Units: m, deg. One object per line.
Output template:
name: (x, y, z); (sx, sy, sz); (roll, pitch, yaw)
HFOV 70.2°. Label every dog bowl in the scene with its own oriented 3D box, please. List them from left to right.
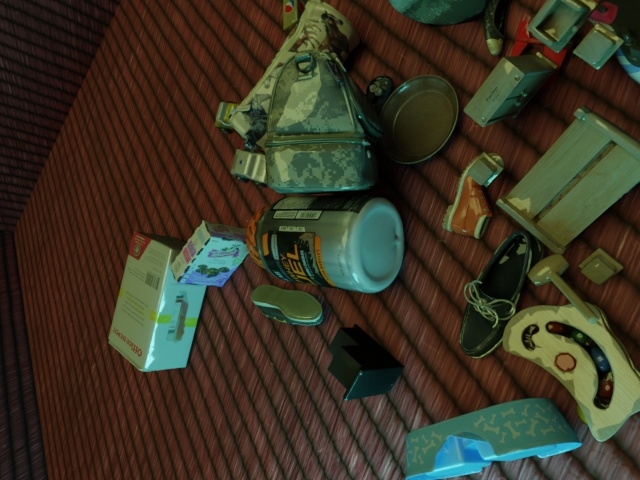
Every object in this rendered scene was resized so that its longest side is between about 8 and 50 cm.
dog bowl: (0.271, 0.338, 0.765); (0.297, 0.166, 0.074); (-33, 49, 33)

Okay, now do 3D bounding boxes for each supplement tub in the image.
supplement tub: (0.000, 0.000, 1.032); (0.338, 0.207, 0.207); (3, 84, 43)

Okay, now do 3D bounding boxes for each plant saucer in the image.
plant saucer: (0.217, -0.262, 1.005); (0.198, 0.036, 0.199); (-9, 76, 40)

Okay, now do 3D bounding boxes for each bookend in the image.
bookend: (0.065, 0.249, 0.959); (0.156, 0.157, 0.072); (37, 106, 39)

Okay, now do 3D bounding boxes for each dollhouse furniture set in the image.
dollhouse furniture set: (0.439, -0.166, 0.738); (0.355, 0.173, 0.303); (47, 133, 17)

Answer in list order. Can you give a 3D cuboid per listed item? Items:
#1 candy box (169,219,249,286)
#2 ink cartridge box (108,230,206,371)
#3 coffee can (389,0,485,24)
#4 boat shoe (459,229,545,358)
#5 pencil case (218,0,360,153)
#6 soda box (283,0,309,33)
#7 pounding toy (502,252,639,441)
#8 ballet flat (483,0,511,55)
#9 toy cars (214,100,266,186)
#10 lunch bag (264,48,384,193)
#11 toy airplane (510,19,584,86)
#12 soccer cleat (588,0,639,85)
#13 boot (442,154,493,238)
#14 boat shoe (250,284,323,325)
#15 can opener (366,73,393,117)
candy box: (-0.313, 0.043, 1.328); (0.196, 0.164, 0.070); (-49, 54, 24)
ink cartridge box: (-0.528, 0.191, 1.493); (0.279, 0.160, 0.385); (18, 93, 42)
coffee can: (0.262, -0.620, 0.922); (0.201, 0.201, 0.275); (14, 92, 42)
boat shoe: (0.315, 0.099, 0.818); (0.095, 0.079, 0.255); (39, 108, 39)
pencil case: (-0.076, -0.414, 1.176); (0.410, 0.183, 0.160); (-51, 56, 14)
soda box: (-0.068, -0.688, 1.321); (0.058, 0.061, 0.181); (-14, 73, 40)
pounding toy: (0.370, 0.168, 0.704); (0.154, 0.155, 0.270); (-36, 61, 27)
ballet flat: (0.357, -0.452, 0.901); (0.049, 0.057, 0.173); (5, 85, 44)
toy cars: (-0.250, -0.309, 1.393); (0.176, 0.087, 0.394); (-40, 58, 29)
lunch bag: (0.014, -0.227, 0.945); (0.212, 0.305, 0.256); (-1, 95, 16)
toy airplane: (0.411, -0.366, 0.835); (0.151, 0.028, 0.151); (18, 110, 61)
soccer cleat: (0.505, -0.337, 0.723); (0.116, 0.143, 0.331); (-23, 44, 36)
boot: (0.305, -0.082, 0.882); (0.084, 0.059, 0.158); (28, 109, 38)
boat shoe: (-0.079, 0.173, 1.164); (0.227, 0.069, 0.081); (13, 51, 38)
can opener: (0.122, -0.304, 1.086); (0.059, 0.073, 0.186); (31, 111, 25)
